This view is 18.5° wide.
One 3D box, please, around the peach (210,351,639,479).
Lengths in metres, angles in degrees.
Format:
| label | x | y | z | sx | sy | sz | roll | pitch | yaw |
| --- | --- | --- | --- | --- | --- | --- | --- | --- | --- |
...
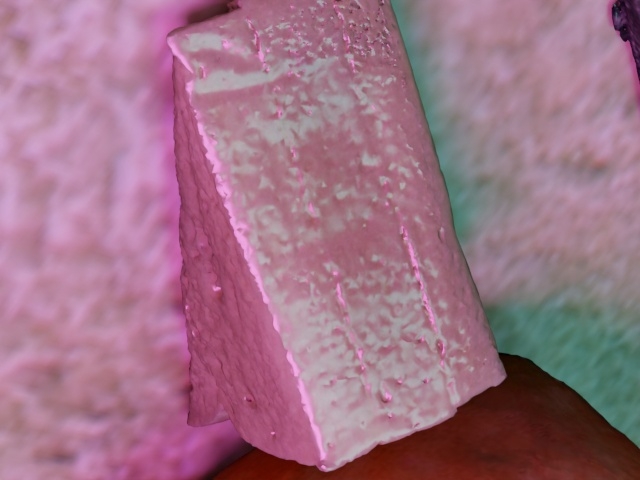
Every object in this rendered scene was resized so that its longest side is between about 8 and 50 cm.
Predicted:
| label | x | y | z | sx | sy | sz | roll | pitch | yaw |
| --- | --- | --- | --- | --- | --- | --- | --- | --- | --- |
| peach | 0.034 | 0.153 | 0.684 | 0.214 | 0.214 | 0.235 | 31 | 85 | -49 |

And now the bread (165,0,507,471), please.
| label | x | y | z | sx | sy | sz | roll | pitch | yaw |
| --- | --- | --- | --- | --- | --- | --- | --- | --- | --- |
| bread | -0.011 | -0.009 | 0.626 | 0.077 | 0.105 | 0.152 | -22 | 104 | -23 |

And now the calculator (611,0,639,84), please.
| label | x | y | z | sx | sy | sz | roll | pitch | yaw |
| --- | --- | --- | --- | --- | --- | --- | --- | --- | --- |
| calculator | 0.162 | -0.129 | 0.662 | 0.161 | 0.021 | 0.261 | -36 | 139 | -8 |
